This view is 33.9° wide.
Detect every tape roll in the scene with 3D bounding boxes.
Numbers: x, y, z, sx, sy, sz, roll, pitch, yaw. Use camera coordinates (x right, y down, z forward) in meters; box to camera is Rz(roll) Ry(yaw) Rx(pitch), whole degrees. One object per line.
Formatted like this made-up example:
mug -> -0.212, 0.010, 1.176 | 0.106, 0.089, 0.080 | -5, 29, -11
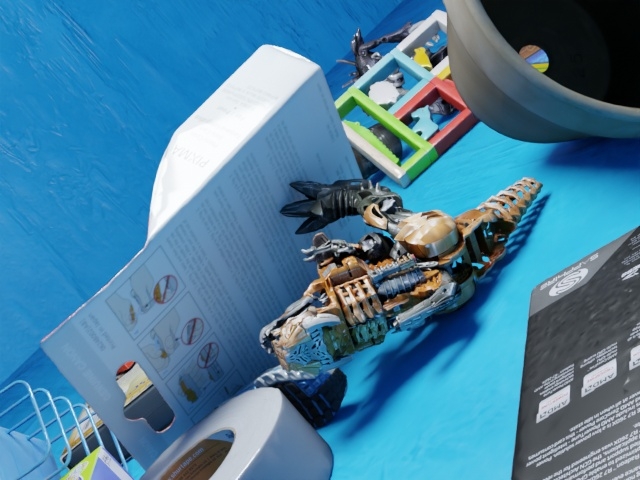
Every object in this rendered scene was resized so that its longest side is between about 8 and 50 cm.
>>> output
tape roll -> -0.095, 0.228, 0.915 | 0.219, 0.072, 0.219 | -38, 13, 11

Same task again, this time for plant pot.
plant pot -> 0.248, -0.223, 1.024 | 0.323, 0.323, 0.280 | -44, -3, -15

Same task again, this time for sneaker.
sneaker -> -0.032, 0.145, 1.036 | 0.191, 0.071, 0.083 | -27, 13, 47

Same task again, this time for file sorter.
file sorter -> -0.324, 0.249, 1.238 | 0.104, 0.118, 0.170 | -35, -31, 8

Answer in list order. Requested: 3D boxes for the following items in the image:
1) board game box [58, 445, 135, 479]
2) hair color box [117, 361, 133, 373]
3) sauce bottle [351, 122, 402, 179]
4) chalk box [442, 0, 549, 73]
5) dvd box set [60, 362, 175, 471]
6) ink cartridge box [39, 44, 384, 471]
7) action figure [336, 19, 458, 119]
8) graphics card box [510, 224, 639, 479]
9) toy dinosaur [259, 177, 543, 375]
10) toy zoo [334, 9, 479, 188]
board game box -> -0.298, 0.367, 1.026 | 0.233, 0.078, 0.347 | -40, 12, 5
hair color box -> -0.305, 0.164, 1.546 | 0.141, 0.043, 0.072 | -28, 19, 50
sauce bottle -> -0.022, -0.077, 1.587 | 0.344, 0.111, 0.111 | -30, 7, -25
chalk box -> 0.345, -0.354, 1.389 | 0.289, 0.179, 0.180 | -28, 16, 41
dvd box set -> -0.208, 0.158, 1.527 | 0.307, 0.062, 0.420 | -39, 12, 6
ink cartridge box -> -0.104, 0.037, 1.093 | 0.091, 0.308, 0.385 | 28, 65, 36
action figure -> 0.143, -0.276, 1.748 | 0.141, 0.164, 0.276 | -16, 21, -27
graphics card box -> 0.201, 0.086, 0.474 | 0.233, 0.094, 0.371 | -35, 14, 26
toy dinosaur -> 0.081, 0.030, 1.003 | 0.322, 0.164, 0.218 | -7, 12, -29
toy zoo -> 0.166, -0.229, 1.554 | 0.293, 0.030, 0.192 | -42, 53, -6
